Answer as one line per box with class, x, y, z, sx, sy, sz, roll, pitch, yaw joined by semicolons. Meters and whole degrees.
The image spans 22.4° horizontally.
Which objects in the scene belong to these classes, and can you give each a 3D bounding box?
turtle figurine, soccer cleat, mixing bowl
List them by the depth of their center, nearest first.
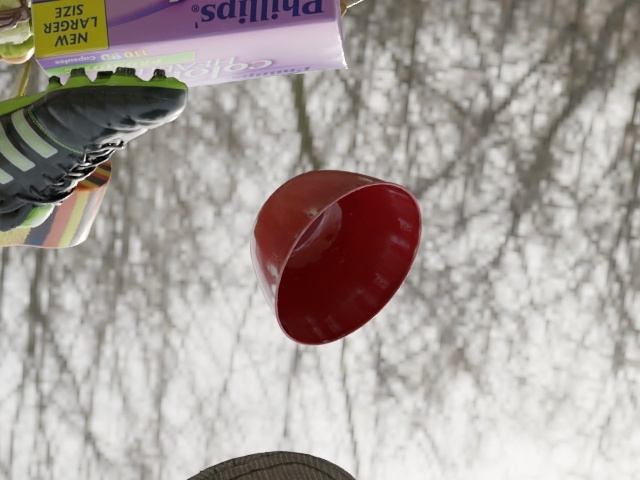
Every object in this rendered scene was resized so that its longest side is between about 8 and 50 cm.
soccer cleat;-0.139;-0.045;0.827;0.179;0.072;0.060;-10;179;31
turtle figurine;-0.301;-0.232;1.446;0.269;0.217;0.087;22;-123;23
mixing bowl;0.000;0.000;1.558;0.181;0.181;0.098;-11;-142;-39

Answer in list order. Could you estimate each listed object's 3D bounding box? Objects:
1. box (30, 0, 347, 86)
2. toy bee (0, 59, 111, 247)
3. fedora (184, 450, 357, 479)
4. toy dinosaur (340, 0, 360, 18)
box;-0.101;-0.242;1.180;0.213;0.243;0.117;-6;170;3
toy bee;-0.266;-0.023;1.121;0.298;0.195;0.162;-13;-141;-27
fedora;-0.015;0.211;0.811;0.243;0.124;0.275;-13;-136;-4
toy dinosaur;0.004;-0.217;1.469;0.211;0.064;0.112;-12;-135;6
